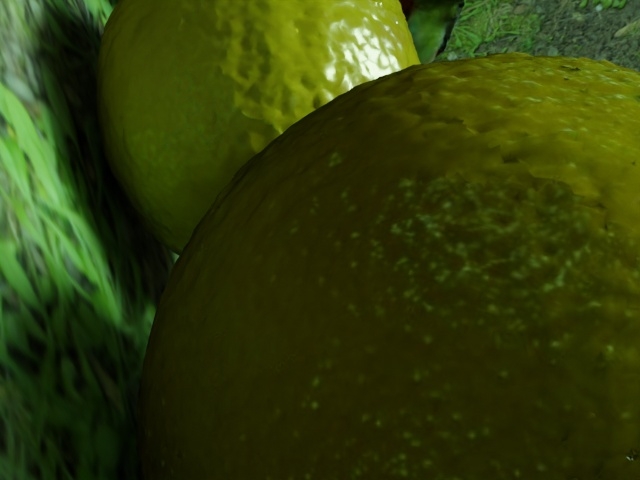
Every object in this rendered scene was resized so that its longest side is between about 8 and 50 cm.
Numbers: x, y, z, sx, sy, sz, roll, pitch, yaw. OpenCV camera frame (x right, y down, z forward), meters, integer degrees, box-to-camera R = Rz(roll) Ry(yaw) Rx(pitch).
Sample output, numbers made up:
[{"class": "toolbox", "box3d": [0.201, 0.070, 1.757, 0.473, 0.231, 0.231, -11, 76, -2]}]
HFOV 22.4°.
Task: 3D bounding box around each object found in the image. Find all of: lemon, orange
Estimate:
[{"class": "lemon", "box3d": [-0.026, -0.067, 0.696, 0.187, 0.142, 0.142, -101, 165, -45]}, {"class": "orange", "box3d": [0.069, 0.073, 0.556, 0.274, 0.274, 0.274, -22, 90, -81]}]

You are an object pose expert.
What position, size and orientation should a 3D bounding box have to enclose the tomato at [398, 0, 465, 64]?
[{"class": "tomato", "box3d": [-0.024, -0.205, 0.881, 0.170, 0.309, 0.309, 15, 41, -29]}]
